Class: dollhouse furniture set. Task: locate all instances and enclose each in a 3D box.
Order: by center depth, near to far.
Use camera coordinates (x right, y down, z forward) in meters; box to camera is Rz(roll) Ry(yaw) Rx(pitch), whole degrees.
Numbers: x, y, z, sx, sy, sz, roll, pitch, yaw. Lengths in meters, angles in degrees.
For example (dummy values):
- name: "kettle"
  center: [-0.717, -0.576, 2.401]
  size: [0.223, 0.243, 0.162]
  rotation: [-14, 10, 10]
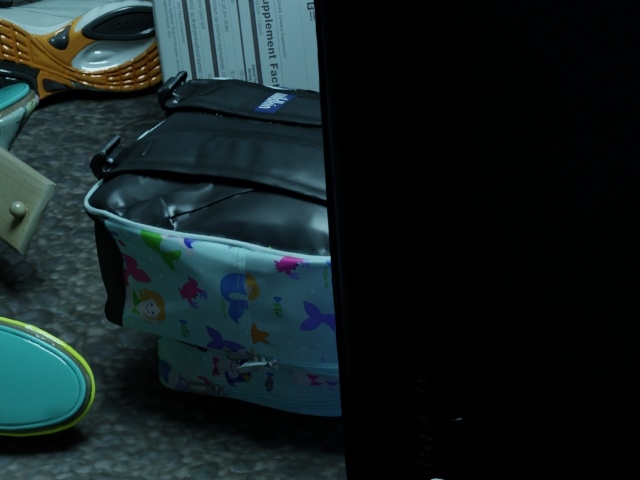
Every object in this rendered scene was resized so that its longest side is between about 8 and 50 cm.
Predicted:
- name: "dollhouse furniture set"
  center: [-0.307, -0.016, 1.362]
  size: [0.151, 0.144, 0.123]
  rotation: [20, 8, -44]

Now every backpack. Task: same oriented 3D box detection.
- name: "backpack"
  center: [0.000, 0.000, 1.244]
  size: [0.253, 0.191, 0.225]
  rotation: [3, 32, 28]

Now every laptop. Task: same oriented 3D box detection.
- name: "laptop"
  center: [0.232, -0.035, 1.079]
  size: [0.408, 0.382, 0.236]
  rotation: [-27, 37, -35]

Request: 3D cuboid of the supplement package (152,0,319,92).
- name: "supplement package"
  center: [-0.054, -0.165, 1.534]
  size: [0.145, 0.204, 0.262]
  rotation: [-7, 29, 0]

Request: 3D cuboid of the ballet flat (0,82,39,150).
- name: "ballet flat"
  center: [-0.315, -0.053, 1.496]
  size: [0.221, 0.079, 0.077]
  rotation: [-26, 17, -29]

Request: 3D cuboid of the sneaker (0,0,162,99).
- name: "sneaker"
  center: [-0.263, -0.173, 1.709]
  size: [0.262, 0.099, 0.121]
  rotation: [-4, 19, -13]

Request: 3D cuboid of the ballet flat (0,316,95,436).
- name: "ballet flat"
  center: [-0.257, 0.085, 1.249]
  size: [0.231, 0.077, 0.077]
  rotation: [4, -4, 4]

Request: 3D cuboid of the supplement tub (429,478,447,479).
- name: "supplement tub"
  center: [-0.047, 0.213, 0.851]
  size: [0.272, 0.191, 0.191]
  rotation: [-5, 29, -9]
